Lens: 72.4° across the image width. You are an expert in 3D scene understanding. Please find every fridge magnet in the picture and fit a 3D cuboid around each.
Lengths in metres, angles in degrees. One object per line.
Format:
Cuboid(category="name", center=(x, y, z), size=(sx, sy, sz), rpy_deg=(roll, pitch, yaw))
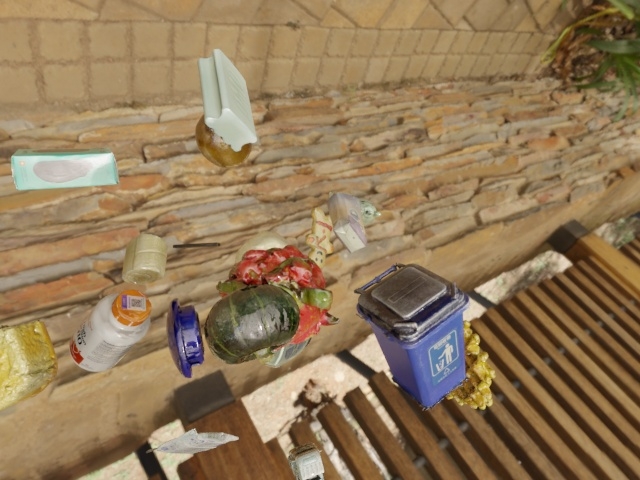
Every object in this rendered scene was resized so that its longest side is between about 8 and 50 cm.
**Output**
Cuboid(category="fridge magnet", center=(-0.449, 0.319, 1.447), size=(0.112, 0.266, 0.266), rpy_deg=(-11, 144, -17))

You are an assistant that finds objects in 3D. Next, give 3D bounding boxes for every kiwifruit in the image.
Cuboid(category="kiwifruit", center=(-0.337, -0.358, 1.525), size=(0.196, 0.196, 0.234), rpy_deg=(-37, 166, 0))

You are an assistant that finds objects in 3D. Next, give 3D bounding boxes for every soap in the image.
Cuboid(category="soap", center=(-0.280, -0.421, 1.312), size=(0.087, 0.266, 0.160), rpy_deg=(-23, 149, 15))

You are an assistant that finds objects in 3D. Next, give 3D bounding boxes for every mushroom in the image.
Cuboid(category="mushroom", center=(-0.230, 0.081, 1.733), size=(0.246, 0.202, 0.246), rpy_deg=(-17, 115, -40))

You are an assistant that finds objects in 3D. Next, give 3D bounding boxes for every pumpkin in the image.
Cuboid(category="pumpkin", center=(-0.115, 0.144, 0.749), size=(0.167, 0.125, 0.167), rpy_deg=(-19, 139, -17))

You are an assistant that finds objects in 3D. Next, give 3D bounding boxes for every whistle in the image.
Cuboid(category="whistle", center=(0.116, -0.094, 1.454), size=(0.110, 0.244, 0.092), rpy_deg=(6, 91, -18))

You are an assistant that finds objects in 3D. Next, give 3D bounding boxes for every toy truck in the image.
Cuboid(category="toy truck", center=(-0.018, 0.791, 1.385), size=(0.107, 0.257, 0.140), rpy_deg=(-11, 170, -19))

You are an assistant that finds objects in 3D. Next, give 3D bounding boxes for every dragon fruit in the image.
Cuboid(category="dragon fruit", center=(-0.098, 0.123, 0.985), size=(0.231, 0.237, 0.303), rpy_deg=(-26, 173, -2))

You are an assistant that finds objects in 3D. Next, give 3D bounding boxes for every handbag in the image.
Cuboid(category="handbag", center=(0.077, -0.064, 1.261), size=(0.095, 0.173, 0.117), rpy_deg=(-25, 132, 14))

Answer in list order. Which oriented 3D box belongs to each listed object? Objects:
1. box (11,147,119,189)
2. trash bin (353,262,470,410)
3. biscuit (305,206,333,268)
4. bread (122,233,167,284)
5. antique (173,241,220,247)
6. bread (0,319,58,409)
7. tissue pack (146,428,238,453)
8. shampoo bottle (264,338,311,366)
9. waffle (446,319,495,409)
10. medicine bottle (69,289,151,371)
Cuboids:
Cuboid(category="box", center=(-0.894, -0.261, 1.546), size=(0.311, 0.205, 0.118), rpy_deg=(-7, 112, -27))
Cuboid(category="trash bin", center=(0.178, 0.177, 0.828), size=(0.162, 0.184, 0.235), rpy_deg=(-31, 122, -18))
Cuboid(category="biscuit", center=(0.000, 0.000, 1.691), size=(0.030, 0.235, 0.153), rpy_deg=(-5, 156, 44))
Cuboid(category="bread", center=(-0.616, 0.071, 1.541), size=(0.133, 0.141, 0.148), rpy_deg=(21, 142, -37))
Cuboid(category="antique", center=(-0.486, 0.020, 1.715), size=(0.191, 0.015, 0.031), rpy_deg=(-3, 171, 13))
Cuboid(category="bread", center=(-0.836, 0.360, 1.221), size=(0.204, 0.162, 0.262), rpy_deg=(140, -27, -86))
Cuboid(category="tissue pack", center=(-0.288, 0.467, 1.007), size=(0.122, 0.026, 0.193), rpy_deg=(-20, 149, 10))
Cuboid(category="shampoo bottle", center=(-0.103, 0.328, 1.412), size=(0.359, 0.078, 0.134), rpy_deg=(21, 83, -76))
Cuboid(category="waffle", center=(0.377, 0.319, 1.216), size=(0.069, 0.293, 0.259), rpy_deg=(-22, -176, -22))
Cuboid(category="medicine bottle", center=(-0.593, 0.252, 1.255), size=(0.156, 0.157, 0.288), rpy_deg=(2, 146, -49))
